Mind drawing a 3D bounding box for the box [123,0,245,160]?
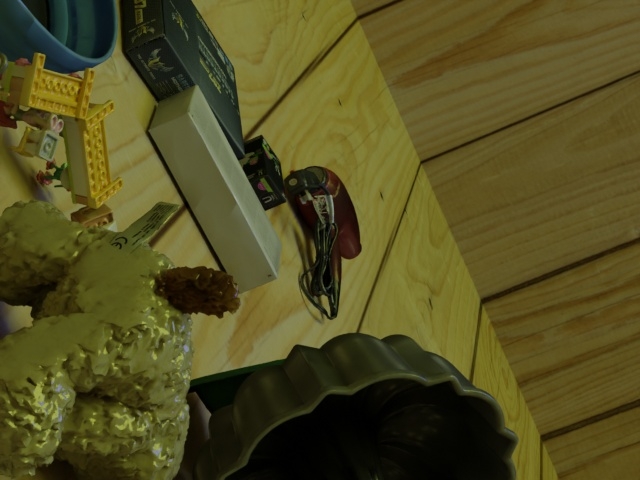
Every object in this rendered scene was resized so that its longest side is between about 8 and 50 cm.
[{"bbox_3d":[-0.173,-0.228,2.134,0.183,0.059,0.233,-98,161,-44],"label":"box"}]

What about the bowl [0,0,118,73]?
[{"bbox_3d":[-0.326,-0.339,1.646,0.391,0.077,0.391,-22,90,-78],"label":"bowl"}]

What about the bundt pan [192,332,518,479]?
[{"bbox_3d":[0.019,0.223,1.647,0.331,0.331,0.124,57,0,-41],"label":"bundt pan"}]

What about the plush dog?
[{"bbox_3d":[-0.166,0.113,1.364,0.262,0.210,0.225,-99,-175,-46],"label":"plush dog"}]

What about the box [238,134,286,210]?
[{"bbox_3d":[-0.085,-0.089,2.283,0.062,0.052,0.083,55,19,-43],"label":"box"}]

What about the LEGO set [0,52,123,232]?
[{"bbox_3d":[-0.264,-0.096,1.528,0.132,0.107,0.287,-68,154,-19],"label":"LEGO set"}]

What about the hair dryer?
[{"bbox_3d":[0.000,0.000,2.508,0.293,0.080,0.224,-12,96,-72],"label":"hair dryer"}]

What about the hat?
[{"bbox_3d":[-0.040,0.218,1.718,0.208,0.173,0.183,0,76,-65],"label":"hat"}]

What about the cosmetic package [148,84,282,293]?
[{"bbox_3d":[-0.126,-0.061,2.046,0.099,0.060,0.239,-88,153,-66],"label":"cosmetic package"}]
